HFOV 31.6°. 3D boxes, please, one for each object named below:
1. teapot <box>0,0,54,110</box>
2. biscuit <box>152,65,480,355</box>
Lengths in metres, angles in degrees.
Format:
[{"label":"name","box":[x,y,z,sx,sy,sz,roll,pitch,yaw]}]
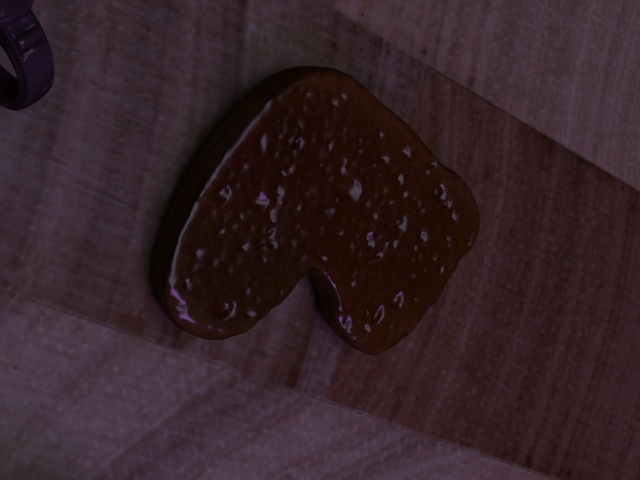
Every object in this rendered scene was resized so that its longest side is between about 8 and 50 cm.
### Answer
[{"label":"teapot","box":[-0.244,-0.157,0.750,0.116,0.146,0.148,-12,99,-34]},{"label":"biscuit","box":[-0.001,0.000,0.988,0.277,0.052,0.262,37,76,-31]}]
